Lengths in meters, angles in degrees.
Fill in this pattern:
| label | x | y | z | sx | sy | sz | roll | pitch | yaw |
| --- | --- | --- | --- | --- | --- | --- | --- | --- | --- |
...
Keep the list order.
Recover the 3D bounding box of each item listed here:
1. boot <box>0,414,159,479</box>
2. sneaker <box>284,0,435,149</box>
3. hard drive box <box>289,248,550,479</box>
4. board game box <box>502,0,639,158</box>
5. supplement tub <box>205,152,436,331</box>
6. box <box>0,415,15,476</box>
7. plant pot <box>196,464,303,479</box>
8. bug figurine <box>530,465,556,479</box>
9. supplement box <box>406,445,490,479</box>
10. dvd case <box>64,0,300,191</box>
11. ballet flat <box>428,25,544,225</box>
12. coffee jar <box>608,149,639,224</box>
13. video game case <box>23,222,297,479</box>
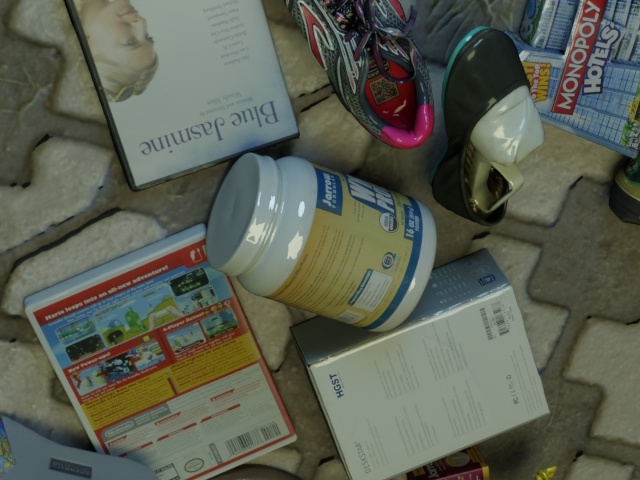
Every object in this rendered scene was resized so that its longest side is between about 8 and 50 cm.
| label | x | y | z | sx | sy | sz | roll | pitch | yaw |
| --- | --- | --- | --- | --- | --- | --- | --- | --- | --- |
| boot | -0.303 | 0.270 | 1.990 | 0.258 | 0.095 | 0.123 | 19 | 128 | -9 |
| sneaker | 0.034 | -0.221 | 1.810 | 0.121 | 0.112 | 0.299 | -32 | 120 | 3 |
| hard drive box | 0.108 | 0.140 | 2.031 | 0.232 | 0.089 | 0.181 | -21 | 120 | -4 |
| board game box | 0.251 | -0.191 | 1.914 | 0.194 | 0.060 | 0.194 | 5 | 115 | -18 |
| supplement tub | 0.000 | 0.000 | 1.897 | 0.200 | 0.144 | 0.144 | 19 | 111 | -23 |
| box | -0.454 | 0.094 | 1.713 | 0.177 | 0.290 | 0.279 | -38 | 131 | 6 |
| plant pot | -0.087 | 0.376 | 2.092 | 0.237 | 0.110 | 0.237 | -7 | 119 | -12 |
| bug figurine | 0.141 | 0.345 | 2.106 | 0.279 | 0.072 | 0.216 | -16 | 148 | -12 |
| supplement box | 0.143 | 0.266 | 2.127 | 0.083 | 0.055 | 0.043 | -13 | 120 | -10 |
| dvd case | -0.136 | -0.182 | 1.836 | 0.180 | 0.022 | 0.253 | -19 | 120 | -5 |
| ballet flat | 0.170 | -0.102 | 1.849 | 0.095 | 0.096 | 0.280 | -38 | 159 | -18 |
| coffee jar | 0.376 | -0.096 | 1.986 | 0.096 | 0.079 | 0.184 | 12 | 114 | -20 |
| video game case | -0.164 | 0.138 | 1.995 | 0.204 | 0.025 | 0.285 | -23 | 121 | -2 |
